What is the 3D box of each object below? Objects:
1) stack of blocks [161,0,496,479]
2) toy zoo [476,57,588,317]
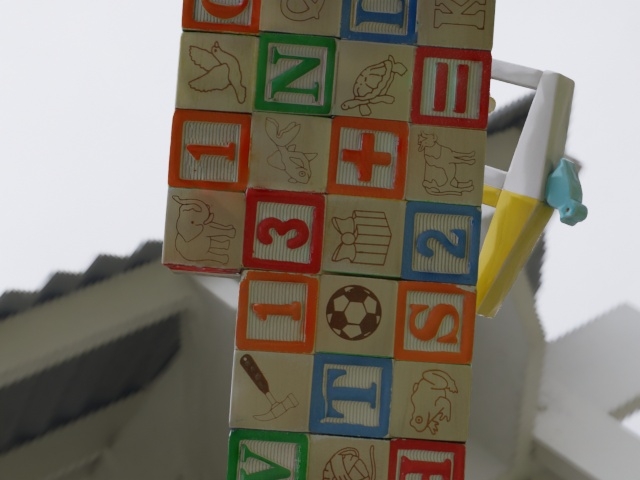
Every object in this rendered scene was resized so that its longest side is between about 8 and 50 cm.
[{"bbox_3d":[0.000,0.000,0.771,0.087,0.171,0.297,117,157,-86],"label":"stack of blocks"},{"bbox_3d":[0.081,-0.060,1.091,0.030,0.293,0.192,16,-85,-51],"label":"toy zoo"}]
